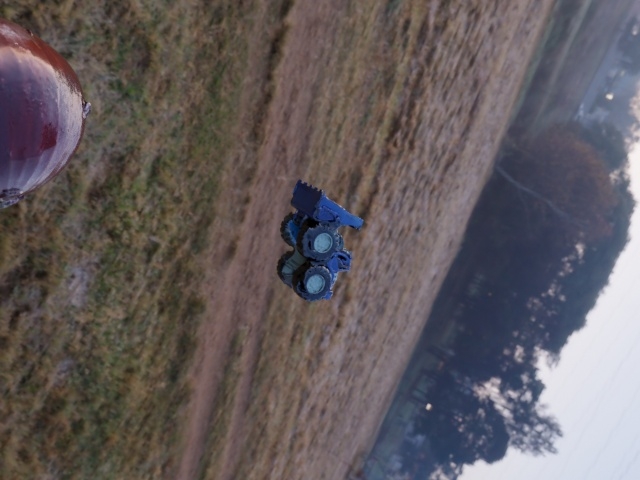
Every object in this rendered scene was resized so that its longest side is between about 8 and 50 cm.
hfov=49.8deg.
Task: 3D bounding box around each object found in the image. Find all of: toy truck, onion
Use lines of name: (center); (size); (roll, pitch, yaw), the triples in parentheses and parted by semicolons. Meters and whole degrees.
toy truck: (0.000, 0.000, 1.264); (0.113, 0.126, 0.208); (-147, -120, -60)
onion: (-0.531, -0.200, 1.082); (0.341, 0.341, 0.341); (-59, 166, -24)
